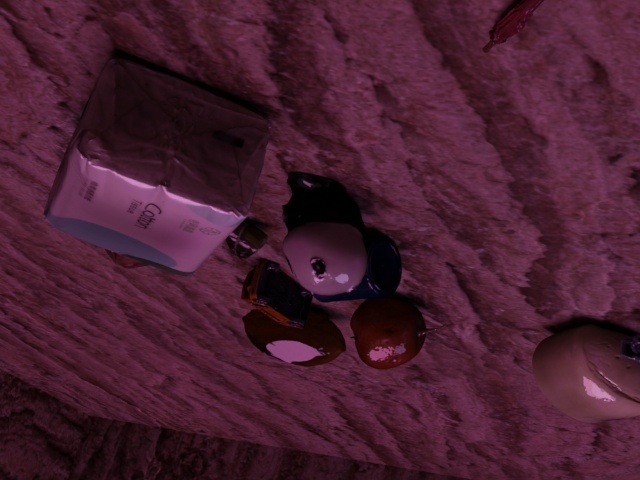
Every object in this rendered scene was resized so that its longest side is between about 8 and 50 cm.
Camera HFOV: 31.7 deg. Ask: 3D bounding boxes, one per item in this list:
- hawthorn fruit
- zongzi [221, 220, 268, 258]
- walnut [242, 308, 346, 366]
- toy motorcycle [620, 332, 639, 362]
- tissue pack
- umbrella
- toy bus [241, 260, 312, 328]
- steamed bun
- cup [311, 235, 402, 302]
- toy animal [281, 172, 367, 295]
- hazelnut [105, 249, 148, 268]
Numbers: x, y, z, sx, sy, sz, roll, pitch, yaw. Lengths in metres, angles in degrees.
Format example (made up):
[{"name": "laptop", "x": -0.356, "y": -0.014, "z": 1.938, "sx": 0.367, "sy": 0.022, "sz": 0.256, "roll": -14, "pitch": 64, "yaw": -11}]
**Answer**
[{"name": "hawthorn fruit", "x": 0.150, "y": 0.190, "z": 2.251, "sx": 0.189, "sy": 0.149, "sz": 0.149, "roll": 13, "pitch": 160, "yaw": 12}, {"name": "zongzi", "x": -0.166, "y": -0.013, "z": 2.079, "sx": 0.119, "sy": 0.055, "sz": 0.109, "roll": 31, "pitch": 158, "yaw": -10}, {"name": "walnut", "x": -0.061, "y": 0.205, "z": 2.460, "sx": 0.245, "sy": 0.137, "sz": 0.137, "roll": 9, "pitch": 159, "yaw": 15}, {"name": "toy motorcycle", "x": 0.663, "y": 0.221, "z": 2.048, "sx": 0.271, "sy": 0.106, "sz": 0.159, "roll": 17, "pitch": 154, "yaw": -16}, {"name": "tissue pack", "x": -0.257, "y": -0.096, "z": 1.715, "sx": 0.266, "sy": 0.193, "sz": 0.356, "roll": 21, "pitch": 158, "yaw": -14}, {"name": "umbrella", "x": 0.219, "y": -0.248, "z": 1.238, "sx": 0.025, "sy": 0.027, "sz": 0.165, "roll": -26, "pitch": 174, "yaw": -25}, {"name": "toy bus", "x": -0.096, "y": 0.111, "z": 2.300, "sx": 0.088, "sy": 0.083, "sz": 0.194, "roll": 1, "pitch": 156, "yaw": 34}, {"name": "steamed bun", "x": 0.543, "y": 0.265, "z": 2.165, "sx": 0.250, "sy": 0.154, "sz": 0.200, "roll": 20, "pitch": 159, "yaw": -22}, {"name": "cup", "x": 0.069, "y": 0.041, "z": 2.006, "sx": 0.138, "sy": 0.150, "sz": 0.113, "roll": -6, "pitch": 117, "yaw": 40}, {"name": "toy animal", "x": 0.000, "y": 0.000, "z": 1.835, "sx": 0.166, "sy": 0.179, "sz": 0.138, "roll": 22, "pitch": 145, "yaw": -39}, {"name": "hazelnut", "x": -0.334, "y": -0.012, "z": 2.074, "sx": 0.143, "sy": 0.143, "sz": 0.154, "roll": 15, "pitch": 161, "yaw": 0}]
